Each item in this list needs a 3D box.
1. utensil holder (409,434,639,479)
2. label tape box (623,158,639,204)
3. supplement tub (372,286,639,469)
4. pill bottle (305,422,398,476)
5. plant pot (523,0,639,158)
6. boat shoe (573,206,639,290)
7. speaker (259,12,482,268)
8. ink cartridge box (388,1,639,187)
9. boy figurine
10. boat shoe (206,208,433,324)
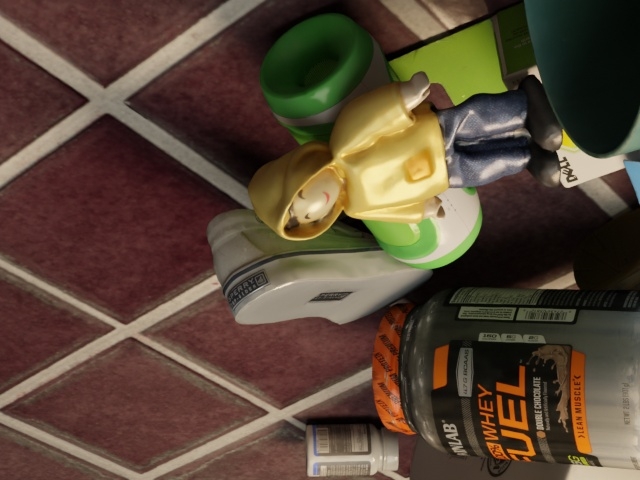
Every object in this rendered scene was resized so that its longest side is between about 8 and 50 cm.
[{"bbox_3d":[0.366,0.357,1.662,0.385,0.327,0.327,29,132,-32],"label":"utensil holder"},{"bbox_3d":[0.471,0.037,1.153,0.334,0.106,0.240,6,153,31],"label":"label tape box"},{"bbox_3d":[0.247,0.159,1.413,0.338,0.207,0.207,0,146,26],"label":"supplement tub"},{"bbox_3d":[0.047,0.315,1.781,0.137,0.078,0.078,0,142,-3],"label":"pill bottle"},{"bbox_3d":[0.313,-0.227,0.932,0.235,0.293,0.293,-9,142,-6],"label":"plant pot"},{"bbox_3d":[0.435,-0.009,1.376,0.098,0.109,0.302,19,143,-31],"label":"boat shoe"},{"bbox_3d":[0.059,-0.093,1.216,0.131,0.131,0.296,-21,136,21],"label":"speaker"},{"bbox_3d":[0.212,-0.137,1.201,0.255,0.097,0.189,-21,139,20],"label":"ink cartridge box"},{"bbox_3d":[0.074,-0.077,1.085,0.285,0.092,0.177,-13,138,-8],"label":"boy figurine"},{"bbox_3d":[-0.007,0.005,1.345,0.136,0.156,0.367,-37,160,29],"label":"boat shoe"}]
